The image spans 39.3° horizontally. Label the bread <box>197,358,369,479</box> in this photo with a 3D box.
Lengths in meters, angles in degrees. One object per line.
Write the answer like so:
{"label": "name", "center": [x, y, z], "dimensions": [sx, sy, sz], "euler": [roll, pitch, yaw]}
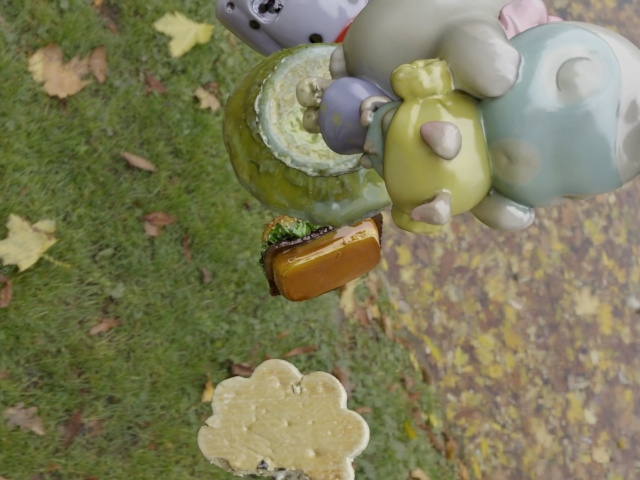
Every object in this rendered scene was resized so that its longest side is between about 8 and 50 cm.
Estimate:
{"label": "bread", "center": [-0.049, 0.274, 1.332], "dimensions": [0.039, 0.250, 0.182], "euler": [70, 35, -62]}

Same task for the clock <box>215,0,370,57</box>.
{"label": "clock", "center": [0.029, -0.247, 1.045], "dimensions": [0.254, 0.189, 0.189], "euler": [40, 54, 0]}

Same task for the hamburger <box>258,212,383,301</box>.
{"label": "hamburger", "center": [0.000, 0.000, 1.129], "dimensions": [0.165, 0.137, 0.087], "euler": [-21, 59, -11]}

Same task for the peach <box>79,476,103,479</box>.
{"label": "peach", "center": [-0.301, 0.486, 1.299], "dimensions": [0.245, 0.248, 0.275], "euler": [-44, 144, -13]}

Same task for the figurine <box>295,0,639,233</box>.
{"label": "figurine", "center": [0.105, -0.067, 0.485], "dimensions": [0.155, 0.235, 0.127], "euler": [-15, 119, -26]}

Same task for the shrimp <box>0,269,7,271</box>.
{"label": "shrimp", "center": [-0.453, 0.046, 1.070], "dimensions": [0.190, 0.074, 0.073], "euler": [-12, 108, -55]}

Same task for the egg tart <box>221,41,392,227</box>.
{"label": "egg tart", "center": [0.004, -0.105, 0.824], "dimensions": [0.197, 0.078, 0.197], "euler": [0, 79, 0]}
